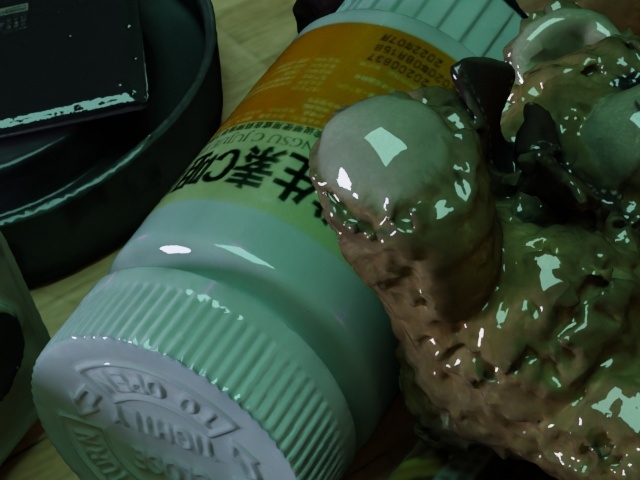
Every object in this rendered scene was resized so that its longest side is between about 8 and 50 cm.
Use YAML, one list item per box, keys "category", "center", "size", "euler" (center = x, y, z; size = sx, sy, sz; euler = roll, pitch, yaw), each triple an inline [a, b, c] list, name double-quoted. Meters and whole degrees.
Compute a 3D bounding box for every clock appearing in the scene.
- category: "clock"
  center: [-0.220, -0.088, 1.226]
  size: [0.325, 0.067, 0.325]
  euler: [-7, 42, 6]

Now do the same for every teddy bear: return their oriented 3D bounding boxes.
- category: "teddy bear"
  center: [0.135, -0.002, 0.922]
  size: [0.267, 0.156, 0.256]
  euler: [42, 57, -1]

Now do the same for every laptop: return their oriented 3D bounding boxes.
- category: "laptop"
  center: [-0.174, -0.127, 1.198]
  size: [0.129, 0.016, 0.180]
  euler: [-12, 43, 1]

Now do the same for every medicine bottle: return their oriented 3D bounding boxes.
- category: "medicine bottle"
  center: [0.000, 0.000, 1.005]
  size: [0.158, 0.158, 0.318]
  euler: [14, 47, 27]

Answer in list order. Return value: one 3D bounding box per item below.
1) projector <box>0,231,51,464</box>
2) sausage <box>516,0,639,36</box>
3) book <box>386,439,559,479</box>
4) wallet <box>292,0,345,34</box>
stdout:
- category: "projector"
  center: [-0.262, 0.071, 0.987]
  size: [0.177, 0.163, 0.242]
  euler: [16, 52, 27]
- category: "sausage"
  center: [0.187, -0.155, 1.183]
  size: [0.289, 0.086, 0.086]
  euler: [-32, 45, -19]
- category: "book"
  center: [0.215, 0.175, 0.845]
  size: [0.428, 0.039, 0.300]
  euler: [20, 51, 33]
- category: "wallet"
  center: [0.108, -0.193, 1.231]
  size: [0.229, 0.049, 0.182]
  euler: [-30, 11, -21]
